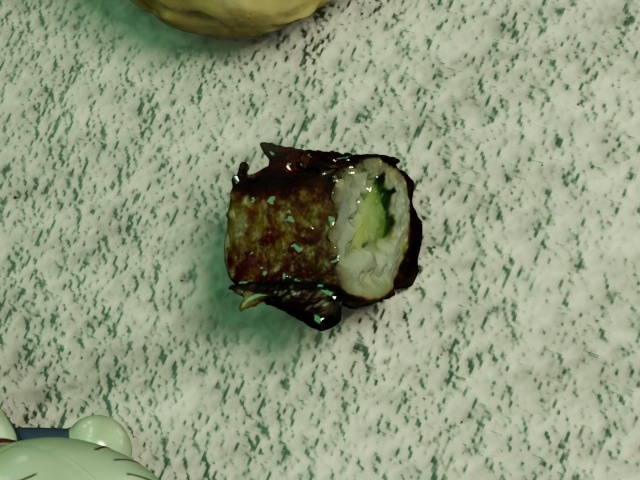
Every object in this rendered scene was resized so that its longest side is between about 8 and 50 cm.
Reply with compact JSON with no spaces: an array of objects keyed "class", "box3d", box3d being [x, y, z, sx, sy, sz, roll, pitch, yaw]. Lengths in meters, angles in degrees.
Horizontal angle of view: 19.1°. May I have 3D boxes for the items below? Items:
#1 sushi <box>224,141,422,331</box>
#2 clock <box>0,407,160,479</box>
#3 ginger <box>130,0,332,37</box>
[{"class":"sushi","box3d":[0.000,-0.002,1.039,0.084,0.094,0.098,6,90,34]},{"class":"clock","box3d":[-0.175,0.155,1.032,0.243,0.200,0.146,33,129,33]},{"class":"ginger","box3d":[-0.072,-0.203,1.136,0.267,0.138,0.152,18,65,20]}]
